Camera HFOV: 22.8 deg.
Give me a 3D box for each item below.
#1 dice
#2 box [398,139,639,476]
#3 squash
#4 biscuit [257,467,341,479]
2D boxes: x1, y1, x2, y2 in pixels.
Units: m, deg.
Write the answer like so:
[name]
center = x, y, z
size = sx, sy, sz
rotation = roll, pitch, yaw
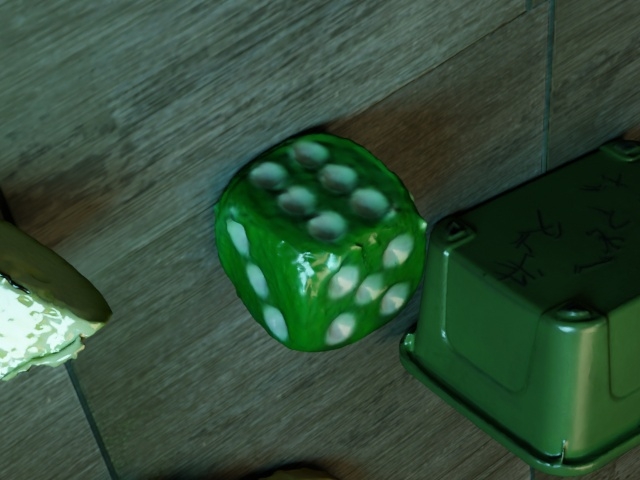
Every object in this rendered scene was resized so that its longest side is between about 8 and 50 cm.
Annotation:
[dice]
center = 0.000, 0.000, 1.246
size = 0.131, 0.128, 0.120
rotation = -28, 143, -25
[box]
center = 0.261, 0.046, 1.500
size = 0.328, 0.252, 0.178
rotation = -24, 129, -31
[squash]
center = -0.275, 0.101, 1.070
size = 0.169, 0.093, 0.252
rotation = 31, 106, -11
[biscuit]
center = -0.048, 0.318, 1.620
size = 0.204, 0.040, 0.309
rotation = -43, 143, -2
